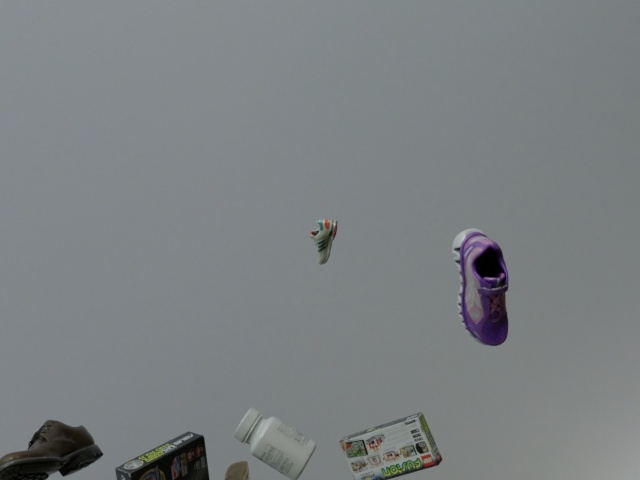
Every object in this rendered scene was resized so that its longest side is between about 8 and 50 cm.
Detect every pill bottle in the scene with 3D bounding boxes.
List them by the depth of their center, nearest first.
[{"bbox_3d":[-0.138,0.605,2.021,0.131,0.229,0.131,-58,-6,-11],"label":"pill bottle"}]

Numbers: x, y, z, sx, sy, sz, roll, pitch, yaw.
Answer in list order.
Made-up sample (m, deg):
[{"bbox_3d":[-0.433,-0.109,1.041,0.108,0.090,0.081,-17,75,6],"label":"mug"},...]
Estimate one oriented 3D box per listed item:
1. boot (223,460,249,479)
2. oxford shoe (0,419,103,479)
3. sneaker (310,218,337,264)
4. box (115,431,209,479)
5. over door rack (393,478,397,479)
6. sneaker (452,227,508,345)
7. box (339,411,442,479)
[{"bbox_3d":[-0.266,0.869,2.195,0.262,0.095,0.203,-64,-40,-79],"label":"boot"},{"bbox_3d":[-0.483,0.366,1.174,0.083,0.096,0.227,-35,-16,8],"label":"oxford shoe"},{"bbox_3d":[0.000,0.000,2.076,0.057,0.076,0.161,-86,11,-55],"label":"sneaker"},{"bbox_3d":[-0.355,0.615,1.576,0.216,0.060,0.269,-15,-77,-50],"label":"box"},{"bbox_3d":[0.296,0.778,2.000,0.324,0.240,0.108,57,-135,-62],"label":"over door rack"},{"bbox_3d":[0.321,0.096,1.298,0.095,0.104,0.236,-14,-82,-15],"label":"sneaker"},{"bbox_3d":[0.153,0.468,1.503,0.036,0.207,0.114,-13,-101,-64],"label":"box"}]
